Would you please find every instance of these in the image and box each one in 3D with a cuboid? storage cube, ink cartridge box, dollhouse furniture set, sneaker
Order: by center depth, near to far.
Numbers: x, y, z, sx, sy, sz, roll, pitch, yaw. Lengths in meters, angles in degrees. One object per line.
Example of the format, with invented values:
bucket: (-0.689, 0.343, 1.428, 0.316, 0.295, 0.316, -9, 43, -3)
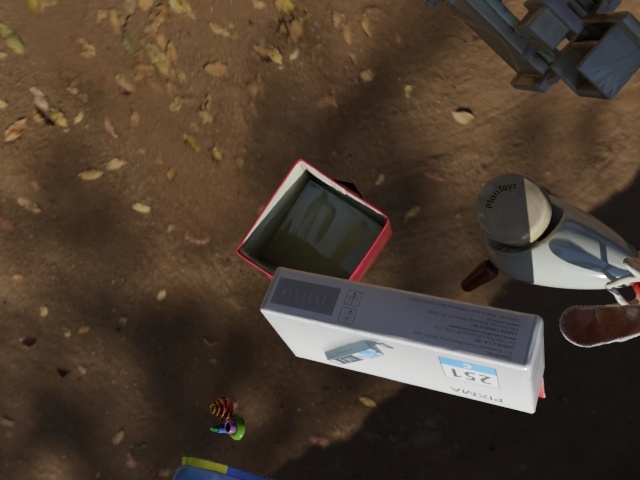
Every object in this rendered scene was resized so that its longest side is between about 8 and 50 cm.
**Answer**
dollhouse furniture set: (0.143, -0.201, 0.499, 0.182, 0.161, 0.101, 37, 96, -17)
ink cartridge box: (0.109, 0.138, 0.833, 0.296, 0.066, 0.261, 10, 154, 24)
sneaker: (-0.085, 0.328, 0.864, 0.209, 0.082, 0.069, 20, 152, -15)
storage cube: (0.000, 0.000, 1.213, 0.184, 0.193, 0.215, 34, 89, 10)

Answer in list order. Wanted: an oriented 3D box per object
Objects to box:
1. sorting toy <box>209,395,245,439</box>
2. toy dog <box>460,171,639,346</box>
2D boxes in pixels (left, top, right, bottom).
sorting toy: (-0.189, 0.351, 1.376, 0.042, 0.102, 0.061, 10, 112, -38)
toy dog: (0.290, 0.056, 0.804, 0.220, 0.333, 0.161, 20, 109, -40)
